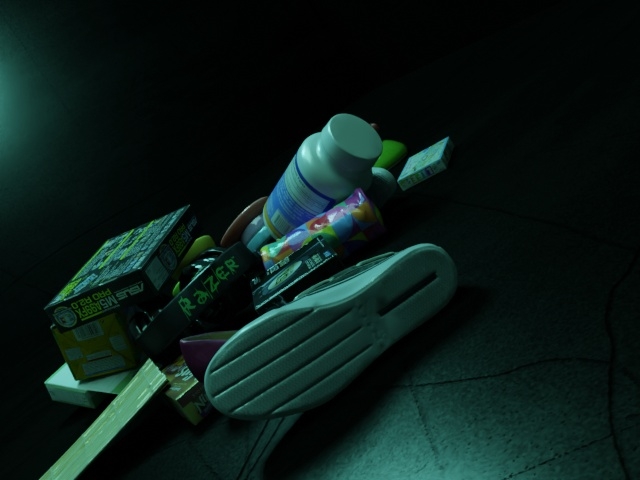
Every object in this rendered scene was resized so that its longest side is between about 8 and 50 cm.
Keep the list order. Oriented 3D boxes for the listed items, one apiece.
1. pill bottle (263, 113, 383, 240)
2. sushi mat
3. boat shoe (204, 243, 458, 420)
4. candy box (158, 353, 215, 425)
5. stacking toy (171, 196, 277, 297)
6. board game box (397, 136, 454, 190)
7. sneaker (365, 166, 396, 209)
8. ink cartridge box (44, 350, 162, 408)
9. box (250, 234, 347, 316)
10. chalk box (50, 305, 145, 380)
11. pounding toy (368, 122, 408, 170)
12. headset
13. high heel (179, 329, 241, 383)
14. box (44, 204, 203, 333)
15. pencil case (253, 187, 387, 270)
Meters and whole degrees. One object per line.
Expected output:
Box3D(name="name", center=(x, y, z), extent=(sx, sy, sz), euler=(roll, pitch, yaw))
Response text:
Box3D(name="pill bottle", center=(0.006, -0.110, 1.391), extent=(0.152, 0.152, 0.272), euler=(-47, -4, -47))
Box3D(name="sushi mat", center=(-0.348, 0.309, 1.073), extent=(0.316, 0.019, 0.151), euler=(-48, 18, -16))
Box3D(name="boat shoe", center=(0.014, 0.112, 0.882), extent=(0.335, 0.121, 0.119), euler=(-25, 2, -16))
Box3D(name="candy box", center=(-0.185, 0.209, 1.092), extent=(0.109, 0.053, 0.186), euler=(-39, 12, -21))
Box3D(name="stacking toy", center=(-0.193, 0.063, 1.650), extent=(0.309, 0.130, 0.279), euler=(-37, -13, -29))
Box3D(name="board game box", center=(0.225, -0.164, 1.535), extent=(0.103, 0.026, 0.154), euler=(-27, 14, 26))
Box3D(name="sneaker", center=(0.087, -0.124, 1.548), extent=(0.153, 0.101, 0.268), euler=(-45, 15, -34))
Box3D(name="ink cartridge box", center=(-0.401, 0.259, 1.437), extent=(0.235, 0.056, 0.171), euler=(3, 31, 28))
Box3D(name="box", center=(-0.028, 0.074, 1.153), extent=(0.147, 0.077, 0.180), euler=(-34, 13, 0))
Box3D(name="chalk box", center=(-0.431, 0.156, 1.450), extent=(0.132, 0.132, 0.213), euler=(-14, 25, 1))
Box3D(name="pounding toy", center=(0.097, -0.215, 1.849), extent=(0.237, 0.110, 0.183), euler=(-23, 16, 36))
Box3D(name="headset", center=(-0.249, 0.106, 1.301), extent=(0.243, 0.185, 0.394), euler=(-45, -1, -26))
Box3D(name="high heel", center=(-0.072, 0.118, 1.007), extent=(0.244, 0.117, 0.082), euler=(-36, 13, -12))
Box3D(name="box", center=(-0.356, 0.047, 1.351), extent=(0.216, 0.060, 0.270), euler=(-22, 21, 19))
Box3D(name="pencil case", center=(0.000, 0.000, 1.308), extent=(0.236, 0.104, 0.104), euler=(-29, 13, 7))
